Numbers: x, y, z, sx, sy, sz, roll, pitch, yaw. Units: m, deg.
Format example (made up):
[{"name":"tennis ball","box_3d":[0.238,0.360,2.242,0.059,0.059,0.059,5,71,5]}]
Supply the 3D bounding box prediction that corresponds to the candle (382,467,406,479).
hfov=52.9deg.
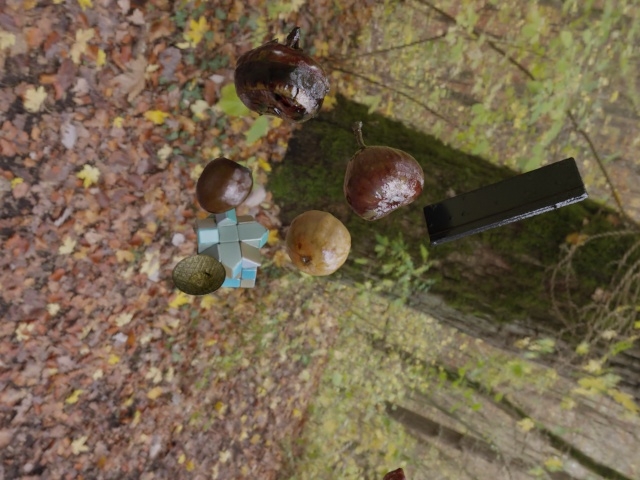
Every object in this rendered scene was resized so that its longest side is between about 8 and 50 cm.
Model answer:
[{"name":"candle","box_3d":[0.114,0.608,1.442,0.048,0.051,0.329,-2,133,-32]}]

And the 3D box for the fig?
[{"name":"fig","box_3d":[0.113,-0.138,1.314,0.160,0.231,0.143,-32,121,7]}]

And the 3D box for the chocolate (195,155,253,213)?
[{"name":"chocolate","box_3d":[-0.225,-0.123,1.498,0.127,0.124,0.133,-139,-110,-77]}]

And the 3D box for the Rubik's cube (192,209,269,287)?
[{"name":"Rubik's cube","box_3d":[-0.270,0.006,1.922,0.213,0.224,0.265,105,-17,-58]}]

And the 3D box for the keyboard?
[{"name":"keyboard","box_3d":[0.355,-0.072,1.266,0.018,0.309,0.101,44,33,-52]}]

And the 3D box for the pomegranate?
[{"name":"pomegranate","box_3d":[-0.006,0.007,1.976,0.207,0.207,0.207,-35,134,-46]}]

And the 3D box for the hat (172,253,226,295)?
[{"name":"hat","box_3d":[-0.332,0.113,1.767,0.146,0.146,0.067,-46,158,-37]}]

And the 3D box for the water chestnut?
[{"name":"water chestnut","box_3d":[-0.109,-0.508,1.961,0.300,0.300,0.300,-35,134,-46]}]
